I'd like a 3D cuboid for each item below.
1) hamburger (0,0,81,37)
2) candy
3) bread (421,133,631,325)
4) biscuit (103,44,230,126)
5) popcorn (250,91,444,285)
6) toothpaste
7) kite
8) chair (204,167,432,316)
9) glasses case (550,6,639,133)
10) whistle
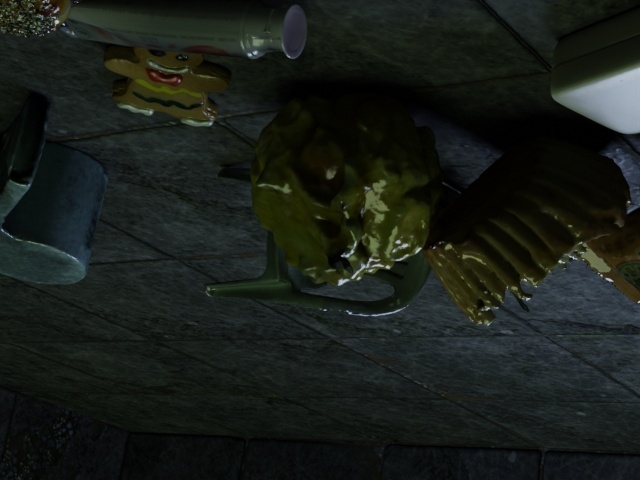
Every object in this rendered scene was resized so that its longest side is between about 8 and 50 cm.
[{"bbox_3d":[-0.324,-0.278,1.449,0.164,0.093,0.189,12,160,-5],"label":"hamburger"},{"bbox_3d":[0.454,-0.009,1.718,0.271,0.101,0.143,-33,111,34],"label":"candy"},{"bbox_3d":[0.251,-0.024,1.714,0.149,0.274,0.274,47,151,-12],"label":"bread"},{"bbox_3d":[-0.191,-0.201,1.713,0.158,0.035,0.240,9,163,-4],"label":"biscuit"},{"bbox_3d":[0.028,-0.062,1.709,0.249,0.225,0.249,22,146,16],"label":"popcorn"},{"bbox_3d":[-0.172,-0.240,1.544,0.323,0.066,0.100,7,167,25],"label":"toothpaste"},{"bbox_3d":[0.210,-0.001,1.905,0.012,0.229,0.250,-37,93,30],"label":"kite"},{"bbox_3d":[0.000,0.000,1.980,0.274,0.203,0.190,4,174,44],"label":"chair"},{"bbox_3d":[0.380,-0.189,1.386,0.131,0.070,0.313,21,159,-31],"label":"glasses case"},{"bbox_3d":[-0.438,-0.072,2.030,0.188,0.168,0.405,6,157,9],"label":"whistle"}]
